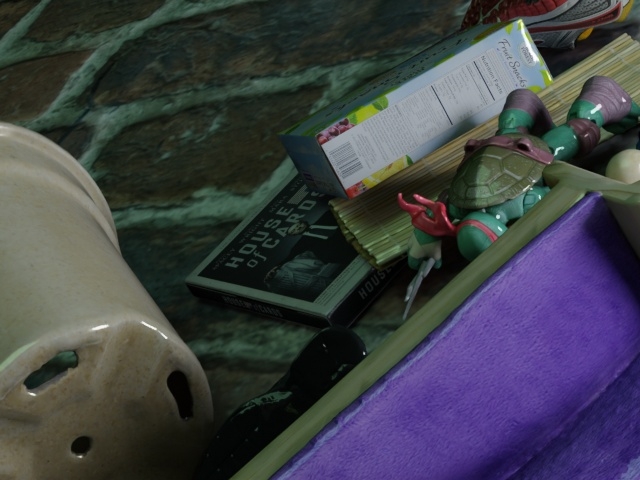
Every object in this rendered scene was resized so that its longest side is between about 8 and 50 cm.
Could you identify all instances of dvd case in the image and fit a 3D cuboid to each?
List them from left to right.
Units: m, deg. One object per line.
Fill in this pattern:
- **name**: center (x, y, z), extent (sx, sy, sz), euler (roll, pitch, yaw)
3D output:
- **dvd case**: center (0.000, 0.000, 1.518), extent (0.179, 0.030, 0.238), euler (-46, 30, -22)

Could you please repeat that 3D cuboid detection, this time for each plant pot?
- **plant pot**: center (-0.254, 0.105, 1.367), extent (0.334, 0.334, 0.305), euler (-41, 38, -11)

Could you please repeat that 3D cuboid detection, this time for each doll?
- **doll**: center (0.267, -0.076, 1.256), extent (0.046, 0.129, 0.189), euler (29, 38, 19)

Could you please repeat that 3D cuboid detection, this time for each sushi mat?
- **sushi mat**: center (0.159, -0.079, 1.432), extent (0.316, 0.019, 0.151), euler (-29, 28, -6)

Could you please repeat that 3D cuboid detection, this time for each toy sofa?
- **toy sofa**: center (0.108, 0.124, 1.068), extent (0.362, 0.150, 0.177), euler (-41, 27, -11)

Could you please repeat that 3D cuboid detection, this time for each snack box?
- **snack box**: center (0.079, -0.116, 1.472), extent (0.207, 0.070, 0.174), euler (-31, 10, -7)

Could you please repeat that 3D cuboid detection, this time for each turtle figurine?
- **turtle figurine**: center (0.152, -0.032, 1.275), extent (0.175, 0.118, 0.234), euler (10, 47, 27)

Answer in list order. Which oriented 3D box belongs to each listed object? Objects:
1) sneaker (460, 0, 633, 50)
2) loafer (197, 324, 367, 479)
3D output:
- **sneaker**: center (0.204, -0.206, 1.572), extent (0.225, 0.092, 0.088), euler (-15, 51, 61)
- **loafer**: center (-0.025, 0.140, 1.310), extent (0.170, 0.062, 0.061), euler (-43, -11, -1)
